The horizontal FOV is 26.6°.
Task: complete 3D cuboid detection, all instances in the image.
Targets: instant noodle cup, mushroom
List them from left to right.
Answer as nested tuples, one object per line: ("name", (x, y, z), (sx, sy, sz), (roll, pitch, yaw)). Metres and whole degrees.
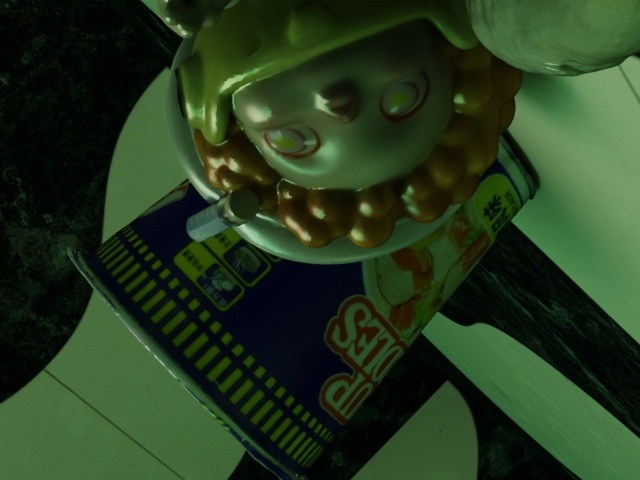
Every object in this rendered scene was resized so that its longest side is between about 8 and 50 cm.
("instant noodle cup", (0.000, 0.000, 1.123), (0.284, 0.312, 0.284), (46, 177, 3))
("mushroom", (0.109, -0.113, 0.536), (0.081, 0.092, 0.223), (1, -175, -6))

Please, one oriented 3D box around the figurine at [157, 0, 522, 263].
("figurine", (0.001, -0.166, 0.816), (0.382, 0.224, 0.205), (84, 171, -45))
